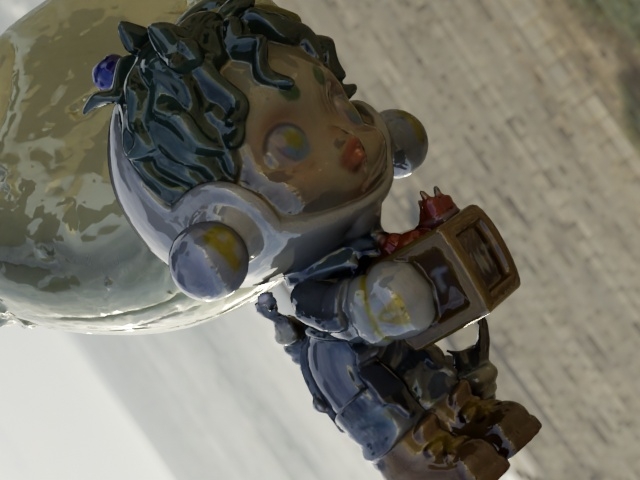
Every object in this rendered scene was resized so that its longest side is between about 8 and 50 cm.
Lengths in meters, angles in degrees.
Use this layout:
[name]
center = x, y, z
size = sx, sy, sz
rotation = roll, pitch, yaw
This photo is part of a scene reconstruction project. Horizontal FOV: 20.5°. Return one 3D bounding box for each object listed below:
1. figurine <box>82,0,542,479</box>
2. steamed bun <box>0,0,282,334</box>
[figurine]
center = 0.000, 0.000, 1.158
size = 0.382, 0.186, 0.261
rotation = 52, -155, 3
[steamed bun]
center = -0.132, -0.054, 1.498
size = 0.312, 0.334, 0.233
rotation = 6, 149, 22
